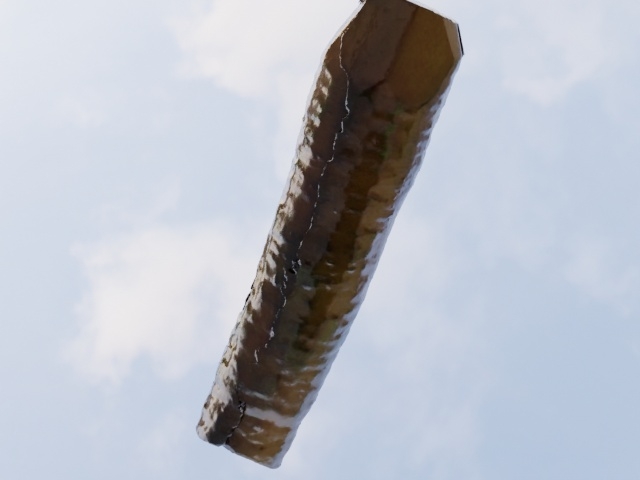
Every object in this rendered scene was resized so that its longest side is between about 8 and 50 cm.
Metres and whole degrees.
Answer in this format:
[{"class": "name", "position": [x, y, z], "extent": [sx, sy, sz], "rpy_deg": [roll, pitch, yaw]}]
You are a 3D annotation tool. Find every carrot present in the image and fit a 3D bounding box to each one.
[{"class": "carrot", "position": [0.000, 0.000, 0.547], "extent": [0.070, 0.260, 0.070], "rpy_deg": [19, -161, -7]}]
